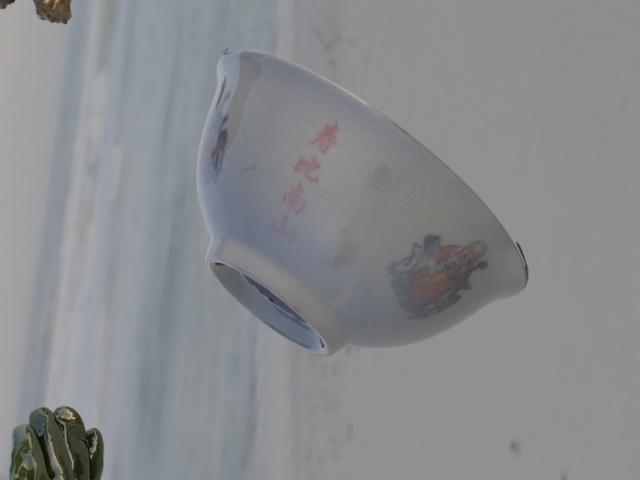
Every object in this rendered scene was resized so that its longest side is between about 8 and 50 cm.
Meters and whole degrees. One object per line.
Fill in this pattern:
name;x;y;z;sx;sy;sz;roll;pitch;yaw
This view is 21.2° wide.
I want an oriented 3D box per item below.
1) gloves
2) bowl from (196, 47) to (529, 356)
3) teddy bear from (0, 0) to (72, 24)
gloves;-0.285;0.260;1.591;0.268;0.107;0.135;-52;-8;-42
bowl;0.000;0.000;1.509;0.157;0.345;0.345;-53;2;-15
teddy bear;-0.314;-0.368;1.941;0.296;0.223;0.246;-172;68;-70
